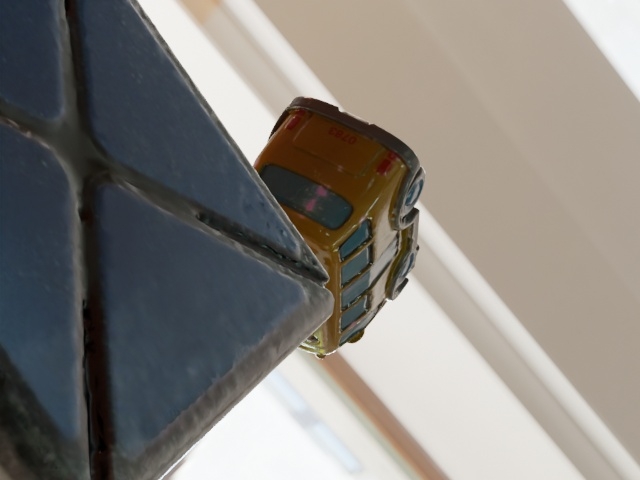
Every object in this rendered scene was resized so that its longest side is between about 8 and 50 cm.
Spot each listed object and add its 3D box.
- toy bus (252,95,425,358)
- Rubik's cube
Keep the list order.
[{"bbox_3d":[0.000,0.000,1.316,0.136,0.126,0.209,-53,160,-29],"label":"toy bus"},{"bbox_3d":[-0.190,0.021,0.716,0.255,0.260,0.259,-32,-178,27],"label":"Rubik's cube"}]
